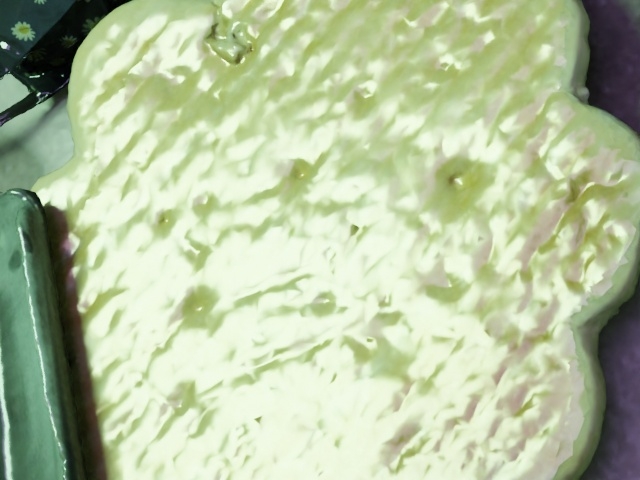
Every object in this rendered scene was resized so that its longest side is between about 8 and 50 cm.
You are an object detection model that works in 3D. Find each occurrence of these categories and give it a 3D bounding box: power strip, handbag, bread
[{"bbox_3d":[-0.199,0.096,0.832,0.198,0.064,0.213,-23,68,31],"label":"power strip"},{"bbox_3d":[-0.167,-0.103,0.899,0.115,0.072,0.139,37,95,25],"label":"handbag"},{"bbox_3d":[0.000,0.000,0.809,0.316,0.054,0.316,-6,73,22],"label":"bread"}]
